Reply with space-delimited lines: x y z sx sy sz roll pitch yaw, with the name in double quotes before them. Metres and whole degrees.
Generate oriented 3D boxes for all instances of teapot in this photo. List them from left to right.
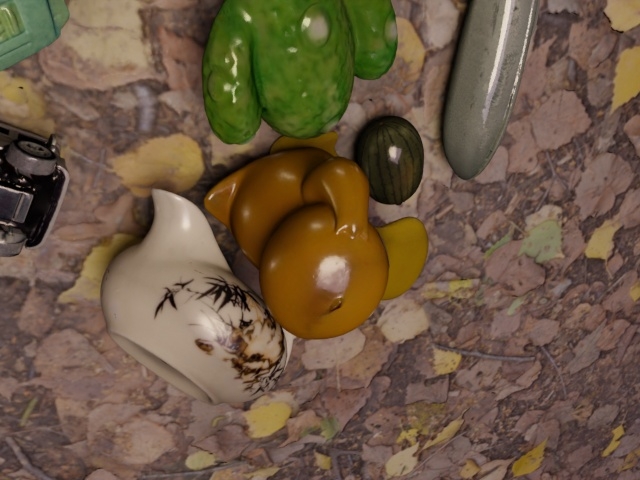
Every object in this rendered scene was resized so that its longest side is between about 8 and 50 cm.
"teapot" -0.122 0.088 0.673 0.299 0.208 0.166 50 51 -53

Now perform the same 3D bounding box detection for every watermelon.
"watermelon" 0.080 -0.089 0.711 0.078 0.078 0.110 -16 127 -13

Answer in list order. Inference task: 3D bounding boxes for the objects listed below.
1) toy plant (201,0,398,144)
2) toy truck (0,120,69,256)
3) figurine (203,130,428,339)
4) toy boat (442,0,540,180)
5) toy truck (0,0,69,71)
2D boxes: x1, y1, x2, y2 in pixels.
"toy plant" -0.041 -0.217 0.538 0.224 0.184 0.316 -45 138 -14
"toy truck" -0.348 -0.077 0.512 0.253 0.124 0.114 18 111 -32
"figurine" -0.009 -0.004 0.628 0.215 0.228 0.215 -30 139 -31
"toy boat" 0.193 -0.191 0.700 0.085 0.078 0.260 -15 124 -41
"toy truck" -0.283 -0.234 0.391 0.155 0.156 0.279 -39 137 -25
